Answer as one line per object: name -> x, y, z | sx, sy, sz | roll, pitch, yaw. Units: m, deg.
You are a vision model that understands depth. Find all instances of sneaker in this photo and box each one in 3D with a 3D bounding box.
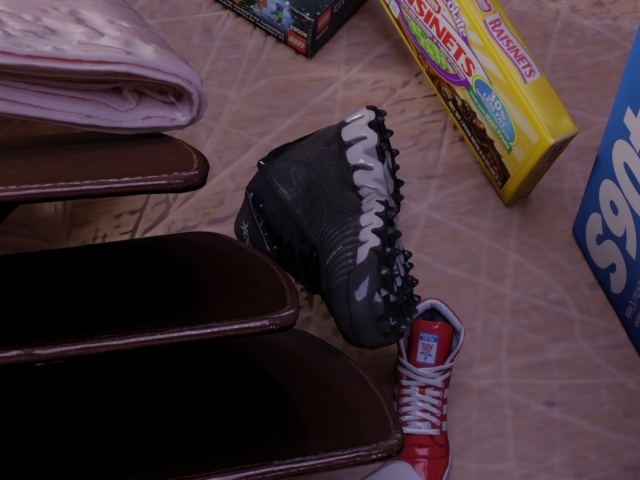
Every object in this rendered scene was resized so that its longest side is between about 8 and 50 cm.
sneaker -> 0.000, 0.000, 1.016 | 0.106, 0.078, 0.234 | -15, 30, 8
sneaker -> 0.062, 0.091, 0.995 | 0.042, 0.067, 0.118 | 4, 57, -2

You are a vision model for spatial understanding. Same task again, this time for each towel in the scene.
towel -> -0.260, -0.159, 0.988 | 0.317, 0.053, 0.332 | 8, 22, -28

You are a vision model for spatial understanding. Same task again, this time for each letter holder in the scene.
letter holder -> -0.085, 0.023, 0.875 | 0.214, 0.302, 0.152 | -7, 99, -10

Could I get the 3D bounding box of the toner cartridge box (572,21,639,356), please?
toner cartridge box -> 0.235, -0.044, 0.930 | 0.075, 0.348, 0.165 | -18, 60, -14

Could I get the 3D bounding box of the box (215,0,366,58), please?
box -> -0.002, -0.253, 1.224 | 0.159, 0.044, 0.233 | 34, 61, 15

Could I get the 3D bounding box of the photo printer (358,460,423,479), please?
photo printer -> -0.008, 0.288, 0.839 | 0.307, 0.107, 0.256 | -32, 65, -22

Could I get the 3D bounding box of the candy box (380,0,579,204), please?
candy box -> 0.090, -0.131, 1.092 | 0.027, 0.105, 0.206 | -26, 76, -21
